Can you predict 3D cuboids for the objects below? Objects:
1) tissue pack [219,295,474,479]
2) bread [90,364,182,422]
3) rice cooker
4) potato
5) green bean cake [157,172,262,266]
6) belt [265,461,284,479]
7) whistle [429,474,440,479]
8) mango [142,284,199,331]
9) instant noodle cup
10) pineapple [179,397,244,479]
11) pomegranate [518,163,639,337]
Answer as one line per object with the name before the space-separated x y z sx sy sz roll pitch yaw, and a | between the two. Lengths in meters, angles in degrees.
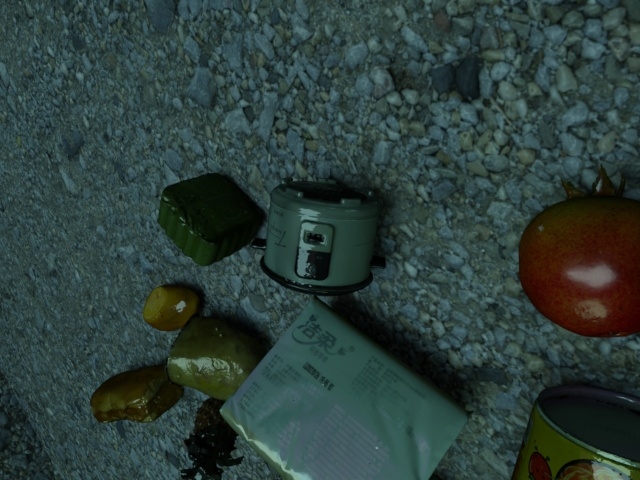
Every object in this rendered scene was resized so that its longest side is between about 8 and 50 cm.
tissue pack | 0.051 0.373 1.004 0.404 0.332 0.205 34 165 24
bread | -0.632 0.518 1.610 0.343 0.195 0.149 -17 100 34
rice cooker | 0.000 0.000 0.981 0.280 0.241 0.227 9 108 1
potato | -0.261 0.330 1.303 0.265 0.229 0.230 11 111 16
green bean cake | -0.271 -0.055 1.170 0.200 0.214 0.113 46 130 15
belt | -0.103 0.613 1.327 0.126 0.094 0.360 -27 87 36
whistle | 0.142 0.646 1.119 0.404 0.168 0.189 -2 103 35
mango | -0.441 0.199 1.437 0.217 0.102 0.141 -21 68 34
instant noodle cup | 0.456 0.402 0.756 0.325 0.325 0.254 11 101 32
pineapple | -0.289 0.557 1.314 0.170 0.310 0.141 17 103 -5
pomegranate | 0.416 0.017 0.723 0.220 0.220 0.257 1 78 35
